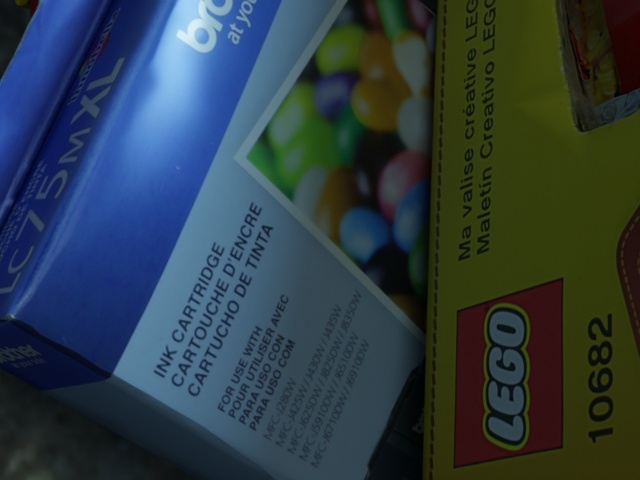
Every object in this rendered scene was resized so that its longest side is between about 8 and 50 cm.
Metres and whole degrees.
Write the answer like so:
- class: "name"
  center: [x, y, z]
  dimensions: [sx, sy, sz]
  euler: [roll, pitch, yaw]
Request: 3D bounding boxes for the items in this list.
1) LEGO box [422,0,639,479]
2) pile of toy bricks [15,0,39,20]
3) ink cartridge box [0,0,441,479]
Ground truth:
- class: "LEGO box"
  center: [0.242, -0.081, 0.595]
  dimensions: [0.372, 0.193, 0.500]
  euler: [15, 69, -31]
- class: "pile of toy bricks"
  center: [-0.057, -0.181, 0.607]
  dimensions: [0.118, 0.105, 0.212]
  euler: [5, 79, -38]
- class: "ink cartridge box"
  center: [0.000, 0.000, 0.566]
  dimensions: [0.311, 0.065, 0.186]
  euler: [33, 66, -25]
